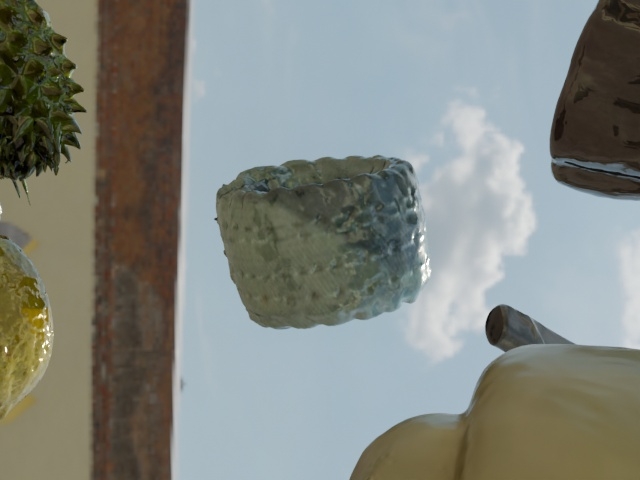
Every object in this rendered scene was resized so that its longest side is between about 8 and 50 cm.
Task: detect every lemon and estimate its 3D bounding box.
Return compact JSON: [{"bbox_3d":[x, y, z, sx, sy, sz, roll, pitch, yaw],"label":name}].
[{"bbox_3d":[-0.350,0.081,1.045,0.193,0.180,0.180,45,-28,4],"label":"lemon"}]

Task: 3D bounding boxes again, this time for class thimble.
[{"bbox_3d":[0.000,0.000,1.217,0.205,0.250,0.172,-37,121,-62],"label":"thimble"}]

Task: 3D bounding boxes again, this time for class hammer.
[{"bbox_3d":[0.324,0.164,0.932,0.044,0.427,0.152,-51,-159,36],"label":"hammer"}]

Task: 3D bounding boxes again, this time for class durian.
[{"bbox_3d":[-0.366,-0.207,1.028,0.352,0.158,0.169,45,-13,-6],"label":"durian"}]

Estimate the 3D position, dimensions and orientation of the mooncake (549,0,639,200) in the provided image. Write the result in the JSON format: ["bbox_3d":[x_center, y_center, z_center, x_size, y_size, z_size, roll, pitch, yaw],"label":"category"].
[{"bbox_3d":[0.387,-0.190,1.232,0.306,0.154,0.306,-49,149,-43],"label":"mooncake"}]

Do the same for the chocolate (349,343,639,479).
[{"bbox_3d":[0.160,0.220,0.568,0.314,0.297,0.326,43,47,-77],"label":"chocolate"}]

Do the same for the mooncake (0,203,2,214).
[{"bbox_3d":[-0.547,0.060,1.329,0.057,0.347,0.150,56,7,-42],"label":"mooncake"}]
